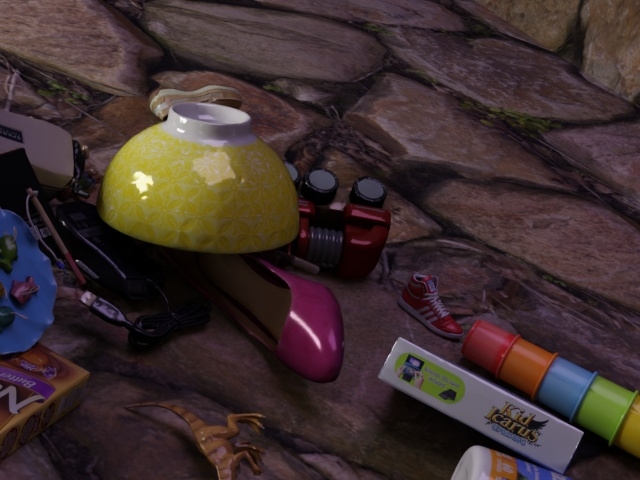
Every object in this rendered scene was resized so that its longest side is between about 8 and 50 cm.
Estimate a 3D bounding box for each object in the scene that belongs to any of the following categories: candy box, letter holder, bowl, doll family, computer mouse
[{"bbox_3d":[-0.354,0.174,1.324,0.109,0.053,0.186,28,28,13],"label":"candy box"},{"bbox_3d":[-0.490,0.024,1.422,0.302,0.214,0.152,-29,95,-58],"label":"letter holder"},{"bbox_3d":[-0.161,-0.104,1.676,0.289,0.156,0.289,9,18,-3],"label":"bowl"},{"bbox_3d":[-0.427,-0.128,1.835,0.193,0.076,0.111,24,30,17],"label":"doll family"},{"bbox_3d":[-0.285,0.055,1.602,0.262,0.060,0.184,40,25,11],"label":"computer mouse"}]

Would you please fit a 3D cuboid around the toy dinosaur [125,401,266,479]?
[{"bbox_3d":[-0.123,0.227,1.378,0.112,0.064,0.211,-4,35,-38],"label":"toy dinosaur"}]

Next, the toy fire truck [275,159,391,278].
[{"bbox_3d":[0.000,0.000,1.845,0.217,0.158,0.246,11,47,-9],"label":"toy fire truck"}]

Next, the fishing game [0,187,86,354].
[{"bbox_3d":[-0.365,0.035,1.358,0.189,0.041,0.264,62,31,-9],"label":"fishing game"}]

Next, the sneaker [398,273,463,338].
[{"bbox_3d":[0.178,0.098,1.842,0.118,0.067,0.042,34,29,24],"label":"sneaker"}]

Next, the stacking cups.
[{"bbox_3d":[0.354,0.209,1.726,0.316,0.096,0.096,29,27,16],"label":"stacking cups"}]

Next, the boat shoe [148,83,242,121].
[{"bbox_3d":[-0.223,-0.241,2.218,0.190,0.068,0.072,-10,51,-31],"label":"boat shoe"}]

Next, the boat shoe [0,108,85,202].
[{"bbox_3d":[-0.492,-0.114,1.579,0.340,0.158,0.127,24,41,-38],"label":"boat shoe"}]

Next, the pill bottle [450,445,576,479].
[{"bbox_3d":[0.274,0.344,1.344,0.272,0.152,0.152,19,26,-1],"label":"pill bottle"}]

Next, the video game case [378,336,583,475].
[{"bbox_3d":[0.206,0.208,1.524,0.244,0.061,0.269,28,-2,11],"label":"video game case"}]

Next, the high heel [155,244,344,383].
[{"bbox_3d":[-0.105,0.080,1.612,0.181,0.127,0.377,11,15,-29],"label":"high heel"}]
